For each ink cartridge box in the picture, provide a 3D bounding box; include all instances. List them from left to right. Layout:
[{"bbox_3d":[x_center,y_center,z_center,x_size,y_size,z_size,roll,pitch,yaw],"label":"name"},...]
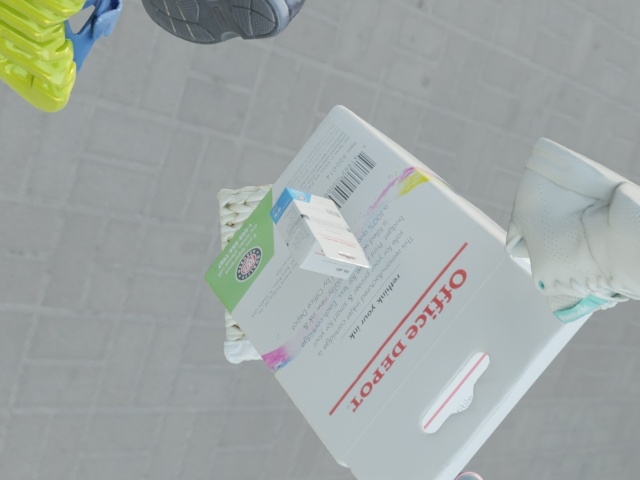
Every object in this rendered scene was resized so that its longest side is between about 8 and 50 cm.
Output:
[{"bbox_3d":[0.000,0.000,0.848,0.048,0.083,0.028,15,121,-36],"label":"ink cartridge box"},{"bbox_3d":[0.067,0.060,0.910,0.119,0.353,0.207,32,100,-39],"label":"ink cartridge box"}]

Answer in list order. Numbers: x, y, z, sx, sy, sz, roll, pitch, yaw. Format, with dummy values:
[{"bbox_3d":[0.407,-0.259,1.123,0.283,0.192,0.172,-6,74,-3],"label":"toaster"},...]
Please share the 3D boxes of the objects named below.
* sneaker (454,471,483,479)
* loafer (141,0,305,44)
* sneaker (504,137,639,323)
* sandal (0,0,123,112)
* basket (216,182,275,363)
[{"bbox_3d":[0.147,0.319,1.314,0.047,0.057,0.119,37,87,-6],"label":"sneaker"},{"bbox_3d":[-0.138,-0.351,1.652,0.095,0.302,0.109,-42,128,-32],"label":"loafer"},{"bbox_3d":[0.167,0.012,0.653,0.080,0.212,0.094,23,102,-19],"label":"sneaker"},{"bbox_3d":[-0.237,-0.248,1.022,0.138,0.126,0.317,-55,-177,-25],"label":"sandal"},{"bbox_3d":[0.042,0.043,1.759,0.328,0.331,0.266,8,76,-75],"label":"basket"}]
